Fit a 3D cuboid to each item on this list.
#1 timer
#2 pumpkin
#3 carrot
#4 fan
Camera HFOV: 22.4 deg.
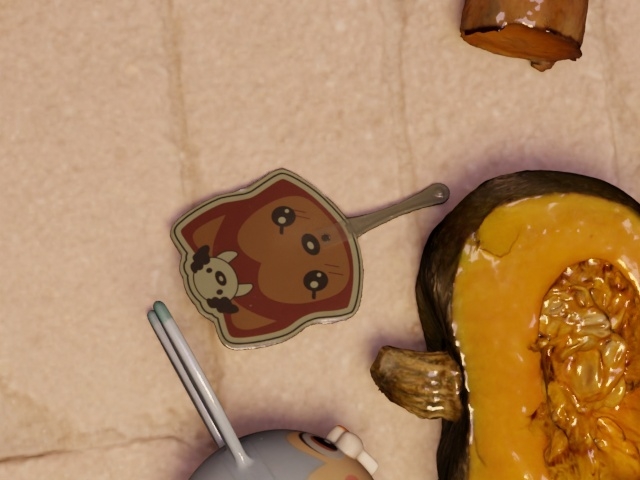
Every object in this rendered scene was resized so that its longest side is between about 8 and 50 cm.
[{"bbox_3d":[-0.034,0.165,1.153,0.175,0.175,0.256,-6,83,-6],"label":"timer"},{"bbox_3d":[0.150,0.108,1.181,0.221,0.139,0.317,-4,93,-11],"label":"pumpkin"},{"bbox_3d":[0.173,-0.264,1.201,0.101,0.102,0.263,12,88,-6],"label":"carrot"},{"bbox_3d":[0.000,0.000,1.205,0.220,0.009,0.132,-22,70,-17],"label":"fan"}]
